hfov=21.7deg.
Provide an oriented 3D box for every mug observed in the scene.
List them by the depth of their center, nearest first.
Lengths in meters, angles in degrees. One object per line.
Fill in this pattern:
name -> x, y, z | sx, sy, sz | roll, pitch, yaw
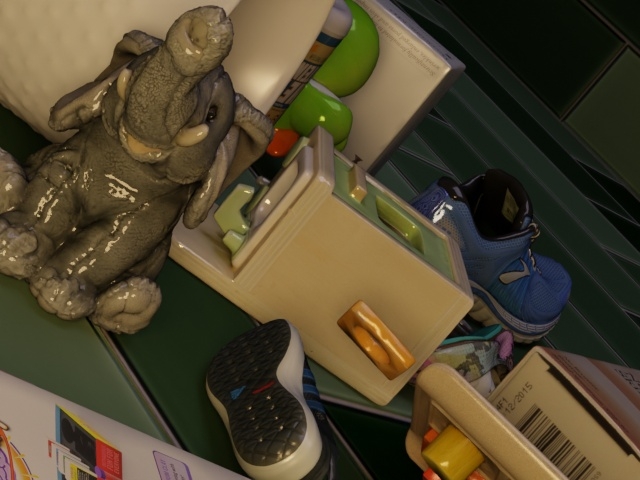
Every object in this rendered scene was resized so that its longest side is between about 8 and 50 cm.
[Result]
mug -> -0.162, -0.267, 1.325 | 0.328, 0.374, 0.276 | 36, 19, 9

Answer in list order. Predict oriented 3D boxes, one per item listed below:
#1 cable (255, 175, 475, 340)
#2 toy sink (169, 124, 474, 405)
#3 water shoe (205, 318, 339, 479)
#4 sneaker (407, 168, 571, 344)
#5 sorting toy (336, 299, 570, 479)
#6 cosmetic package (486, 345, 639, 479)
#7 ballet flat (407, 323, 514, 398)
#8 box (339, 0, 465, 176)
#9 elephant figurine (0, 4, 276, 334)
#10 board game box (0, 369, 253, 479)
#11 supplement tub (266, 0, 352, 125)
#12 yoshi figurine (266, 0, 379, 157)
cable -> 0.045, 0.027, 1.635 | 0.287, 0.072, 0.139 | 46, -2, -25
toy sink -> 0.000, 0.000, 1.404 | 0.234, 0.131, 0.153 | 36, 15, -12
water shoe -> -0.030, 0.126, 1.137 | 0.203, 0.073, 0.080 | -103, 167, -66
sneaker -> 0.195, 0.012, 1.804 | 0.330, 0.147, 0.130 | 19, 26, -54
sorting toy -> 0.124, 0.187, 1.225 | 0.347, 0.047, 0.196 | 44, -17, 15
cosmetic package -> 0.258, 0.198, 1.461 | 0.153, 0.129, 0.296 | 47, 16, 29
ballet flat -> 0.137, 0.123, 1.518 | 0.079, 0.077, 0.221 | 69, 20, 6
box -> 0.040, -0.191, 1.944 | 0.181, 0.182, 0.119 | 41, 15, 4
elephant figurine -> -0.110, -0.066, 1.119 | 0.169, 0.239, 0.186 | 27, 20, -38
board game box -> -0.089, 0.181, 0.806 | 0.316, 0.064, 0.242 | 30, 18, -33
supplement tub -> -0.081, -0.177, 1.583 | 0.144, 0.200, 0.144 | 36, 16, -12
yoshi figurine -> -0.083, -0.242, 1.748 | 0.362, 0.203, 0.203 | 42, 16, 7
